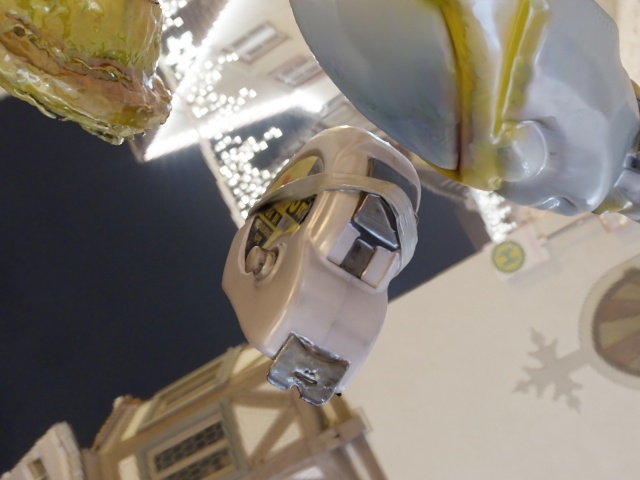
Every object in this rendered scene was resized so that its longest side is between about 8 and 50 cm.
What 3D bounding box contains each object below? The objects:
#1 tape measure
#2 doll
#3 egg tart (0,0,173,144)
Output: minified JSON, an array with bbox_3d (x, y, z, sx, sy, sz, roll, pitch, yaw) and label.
[{"bbox_3d":[0.000,0.000,0.723,0.120,0.197,0.236,31,-176,-22],"label":"tape measure"},{"bbox_3d":[0.092,-0.068,0.390,0.316,0.103,0.145,28,-156,-23],"label":"doll"},{"bbox_3d":[-0.231,-0.200,0.700,0.288,0.118,0.288,34,-163,-12],"label":"egg tart"}]
